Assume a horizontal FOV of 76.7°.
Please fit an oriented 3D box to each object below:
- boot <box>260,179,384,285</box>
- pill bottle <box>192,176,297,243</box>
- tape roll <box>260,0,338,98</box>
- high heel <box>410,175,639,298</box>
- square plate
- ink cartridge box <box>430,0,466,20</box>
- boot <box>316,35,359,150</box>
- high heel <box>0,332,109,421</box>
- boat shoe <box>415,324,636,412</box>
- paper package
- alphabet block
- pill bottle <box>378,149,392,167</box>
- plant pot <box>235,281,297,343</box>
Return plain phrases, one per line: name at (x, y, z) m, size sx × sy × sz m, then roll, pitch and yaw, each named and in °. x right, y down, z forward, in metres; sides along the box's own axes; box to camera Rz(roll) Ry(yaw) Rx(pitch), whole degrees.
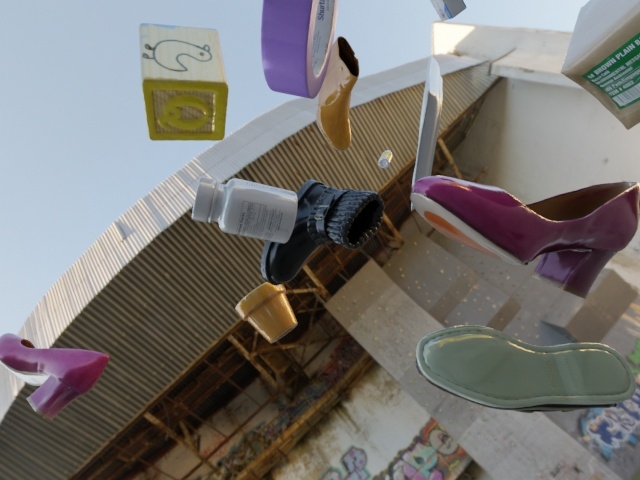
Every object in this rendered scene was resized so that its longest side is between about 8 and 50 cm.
boot at (-0.002, -0.002, 1.106) m, size 0.131 × 0.260 × 0.348 m, roll 29°, pitch -94°, yaw -48°
pill bottle at (-0.179, -0.076, 0.962) m, size 0.229 × 0.131 × 0.131 m, roll 11°, pitch -67°, yaw -16°
tape roll at (-0.034, -0.433, 0.806) m, size 0.275 × 0.090 × 0.275 m, roll 13°, pitch -90°, yaw -83°
high heel at (0.270, -0.054, 0.506) m, size 0.376 × 0.127 × 0.182 m, roll 19°, pitch -82°, yaw -36°
square plate at (0.312, -0.317, 1.183) m, size 0.347 × 0.049 × 0.345 m, roll -69°, pitch -18°, yaw -50°
ink cartridge box at (0.372, -0.704, 1.192) m, size 0.052 × 0.122 × 0.089 m, roll -34°, pitch -70°, yaw 17°
boot at (0.062, -0.444, 1.248) m, size 0.104 × 0.211 × 0.296 m, roll -20°, pitch -88°, yaw -25°
high heel at (-0.461, 0.193, 0.690) m, size 0.117 × 0.243 × 0.082 m, roll -47°, pitch -45°, yaw -28°
boat shoe at (0.207, 0.146, 0.434) m, size 0.227 × 0.081 × 0.069 m, roll 7°, pitch -34°, yaw -3°
paper package at (0.592, -0.397, 0.635) m, size 0.310 × 0.168 × 0.325 m, roll -55°, pitch 5°, yaw -33°
alphabet block at (-0.337, -0.382, 0.997) m, size 0.192 × 0.197 × 0.193 m, roll -7°, pitch -27°, yaw -18°
pill bottle at (0.254, -0.318, 1.565) m, size 0.083 × 0.043 × 0.044 m, roll -61°, pitch -26°, yaw -46°
plant pot at (-0.191, 0.283, 1.562) m, size 0.205 × 0.188 × 0.205 m, roll -36°, pitch -14°, yaw -10°
